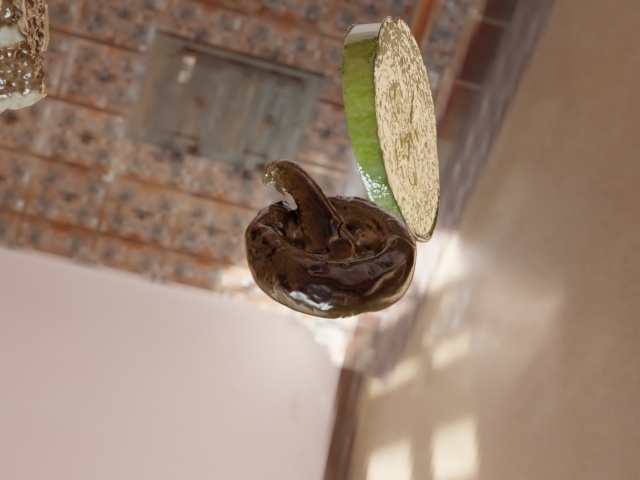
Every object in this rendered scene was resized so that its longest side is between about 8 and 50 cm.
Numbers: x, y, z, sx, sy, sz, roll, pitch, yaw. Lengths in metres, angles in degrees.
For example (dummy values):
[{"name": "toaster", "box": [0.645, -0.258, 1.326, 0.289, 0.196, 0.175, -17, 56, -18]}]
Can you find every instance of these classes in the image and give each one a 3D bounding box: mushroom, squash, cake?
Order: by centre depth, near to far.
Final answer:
[{"name": "mushroom", "box": [-0.001, 0.001, 1.293, 0.171, 0.135, 0.080, 55, 142, 33]}, {"name": "cake", "box": [-0.297, -0.186, 1.322, 0.147, 0.134, 0.135, 83, 178, -52]}, {"name": "squash", "box": [0.067, -0.103, 1.534, 0.219, 0.041, 0.219, -8, -90, -71]}]

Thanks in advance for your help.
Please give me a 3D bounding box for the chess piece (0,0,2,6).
[{"name": "chess piece", "box": [-0.206, -0.145, 0.880, 0.083, 0.038, 0.084, 5, 96, 49]}]
